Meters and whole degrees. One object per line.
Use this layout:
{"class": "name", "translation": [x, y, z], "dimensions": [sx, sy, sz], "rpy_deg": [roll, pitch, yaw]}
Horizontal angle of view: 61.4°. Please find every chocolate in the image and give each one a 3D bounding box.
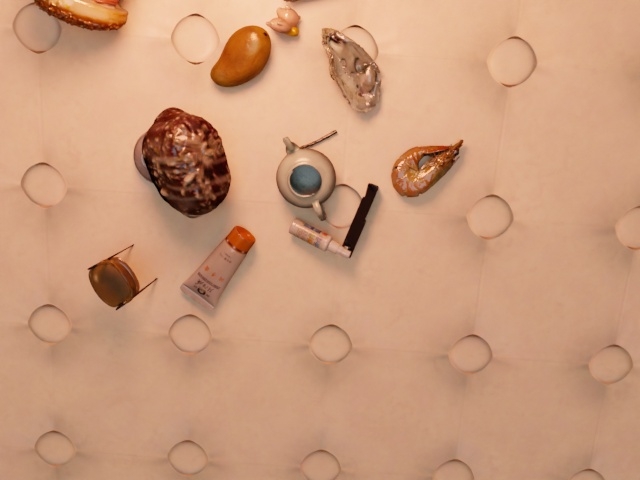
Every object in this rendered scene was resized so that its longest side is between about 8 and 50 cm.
{"class": "chocolate", "translation": [-0.392, -0.236, 1.641], "dimensions": [0.225, 0.210, 0.339], "rpy_deg": [-26, 112, -29]}

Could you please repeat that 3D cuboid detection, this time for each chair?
{"class": "chair", "translation": [-0.657, 0.125, 1.750], "dimensions": [0.173, 0.247, 0.158], "rpy_deg": [-29, 100, 8]}

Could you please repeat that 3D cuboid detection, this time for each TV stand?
{"class": "TV stand", "translation": [0.130, -0.066, 1.794], "dimensions": [0.040, 0.049, 0.256], "rpy_deg": [22, 103, -2]}

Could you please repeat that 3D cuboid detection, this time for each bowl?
{"class": "bowl", "translation": [-0.526, -0.266, 1.742], "dimensions": [0.189, 0.086, 0.188], "rpy_deg": [0, 103, 1]}

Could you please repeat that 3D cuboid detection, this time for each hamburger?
{"class": "hamburger", "translation": [-0.683, -0.731, 1.545], "dimensions": [0.291, 0.291, 0.225], "rpy_deg": [23, 110, -4]}

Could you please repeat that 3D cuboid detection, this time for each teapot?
{"class": "teapot", "translation": [-0.046, -0.197, 1.727], "dimensions": [0.193, 0.129, 0.294], "rpy_deg": [-23, 101, 7]}

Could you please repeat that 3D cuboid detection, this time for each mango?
{"class": "mango", "translation": [-0.244, -0.562, 1.666], "dimensions": [0.228, 0.099, 0.136], "rpy_deg": [-41, 104, 17]}

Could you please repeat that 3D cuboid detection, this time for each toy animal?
{"class": "toy animal", "translation": [-0.114, -0.675, 1.636], "dimensions": [0.091, 0.114, 0.081], "rpy_deg": [34, 116, 25]}

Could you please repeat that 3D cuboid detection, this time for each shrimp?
{"class": "shrimp", "translation": [0.349, -0.249, 1.747], "dimensions": [0.267, 0.061, 0.145], "rpy_deg": [-34, 91, 10]}

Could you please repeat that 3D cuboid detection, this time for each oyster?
{"class": "oyster", "translation": [0.087, -0.524, 1.672], "dimensions": [0.252, 0.087, 0.199], "rpy_deg": [23, 93, -12]}

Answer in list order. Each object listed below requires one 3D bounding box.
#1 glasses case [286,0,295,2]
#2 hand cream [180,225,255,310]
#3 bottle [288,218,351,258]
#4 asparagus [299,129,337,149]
{"class": "glasses case", "translation": [0.023, -0.815, 1.613], "dimensions": [0.309, 0.083, 0.128], "rpy_deg": [-15, 96, 4]}
{"class": "hand cream", "translation": [-0.346, 0.088, 1.825], "dimensions": [0.140, 0.089, 0.314], "rpy_deg": [35, 108, -4]}
{"class": "bottle", "translation": [0.000, 0.000, 1.784], "dimensions": [0.217, 0.060, 0.060], "rpy_deg": [29, 102, 8]}
{"class": "asparagus", "translation": [-0.020, -0.321, 1.758], "dimensions": [0.163, 0.016, 0.016], "rpy_deg": [-23, 127, 6]}
